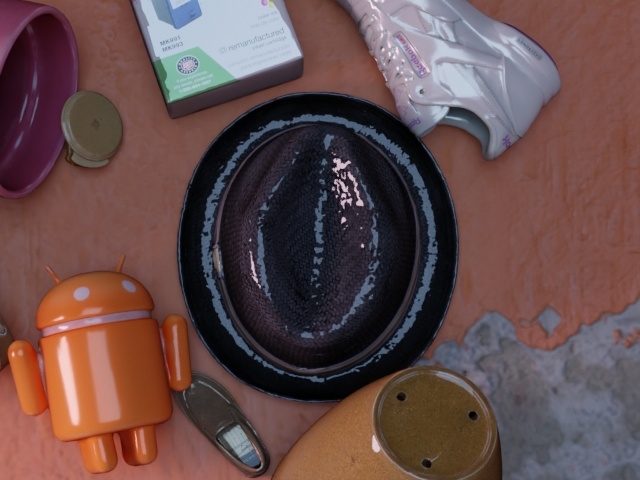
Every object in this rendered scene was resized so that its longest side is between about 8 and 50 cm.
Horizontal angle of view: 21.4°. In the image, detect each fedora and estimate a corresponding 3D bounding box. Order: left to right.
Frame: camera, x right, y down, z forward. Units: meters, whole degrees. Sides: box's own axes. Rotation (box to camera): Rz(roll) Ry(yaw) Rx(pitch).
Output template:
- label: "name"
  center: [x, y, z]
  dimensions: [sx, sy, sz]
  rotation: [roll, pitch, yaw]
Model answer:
- label: "fedora"
  center: [0.000, 0.000, 1.742]
  dimensions: [0.334, 0.152, 0.334]
  rotation: [0, 84, -2]

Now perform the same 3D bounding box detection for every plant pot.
- label: "plant pot"
  center: [-0.372, -0.159, 1.738]
  dimensions: [0.180, 0.201, 0.201]
  rotation: [14, 83, 15]
- label: "plant pot"
  center: [0.082, 0.230, 1.630]
  dimensions: [0.237, 0.254, 0.237]
  rotation: [6, 59, -10]

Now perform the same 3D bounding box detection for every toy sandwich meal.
- label: "toy sandwich meal"
  center: [-0.246, -0.118, 1.798]
  dimensions: [0.085, 0.029, 0.085]
  rotation: [12, 72, -39]

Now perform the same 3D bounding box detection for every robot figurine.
- label: "robot figurine"
  center: [-0.224, 0.127, 1.732]
  dimensions: [0.158, 0.128, 0.219]
  rotation: [-12, 84, 18]

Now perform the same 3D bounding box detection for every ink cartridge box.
- label: "ink cartridge box"
  center: [-0.123, -0.258, 1.797]
  dimensions: [0.154, 0.093, 0.212]
  rotation: [-18, 83, -3]

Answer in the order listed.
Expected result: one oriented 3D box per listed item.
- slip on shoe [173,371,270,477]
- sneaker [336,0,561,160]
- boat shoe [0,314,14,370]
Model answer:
- label: "slip on shoe"
  center: [-0.103, 0.193, 1.772]
  dimensions: [0.051, 0.041, 0.135]
  rotation: [-36, 86, -5]
- label: "sneaker"
  center: [0.101, -0.204, 1.782]
  dimensions: [0.305, 0.114, 0.152]
  rotation: [34, 77, 2]
- label: "boat shoe"
  center: [-0.427, 0.016, 1.756]
  dimensions: [0.120, 0.122, 0.324]
  rotation: [-26, 85, -36]
